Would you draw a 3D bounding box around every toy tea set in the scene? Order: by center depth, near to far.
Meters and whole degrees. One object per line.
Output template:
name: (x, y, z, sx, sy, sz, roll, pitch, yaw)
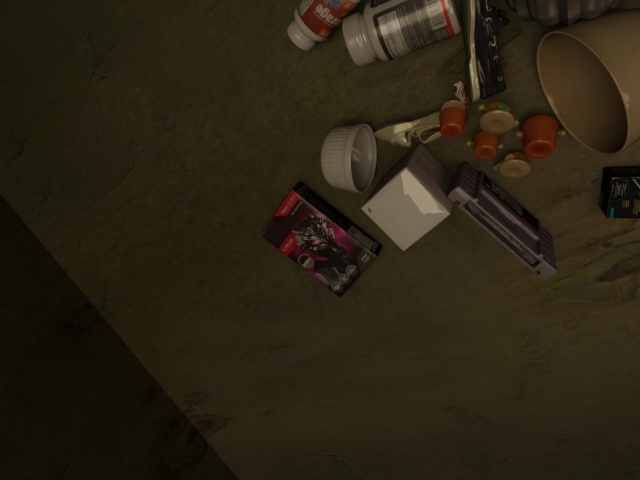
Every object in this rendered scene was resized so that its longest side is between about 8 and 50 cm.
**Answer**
toy tea set: (0.490, -0.310, 1.306, 0.336, 0.124, 0.200, 25, 150, -18)

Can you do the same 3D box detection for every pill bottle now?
pill bottle: (0.214, -0.579, 1.268, 0.283, 0.161, 0.161, -13, 109, 25)
pill bottle: (0.005, -0.640, 1.330, 0.121, 0.121, 0.216, 49, 131, -7)

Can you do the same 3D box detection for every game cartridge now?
game cartridge: (0.522, -0.068, 1.359, 0.355, 0.230, 0.068, 40, 128, -2)

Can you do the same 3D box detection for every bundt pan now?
bundt pan: (0.569, -0.604, 1.064, 0.331, 0.330, 0.124, -9, 142, 23)

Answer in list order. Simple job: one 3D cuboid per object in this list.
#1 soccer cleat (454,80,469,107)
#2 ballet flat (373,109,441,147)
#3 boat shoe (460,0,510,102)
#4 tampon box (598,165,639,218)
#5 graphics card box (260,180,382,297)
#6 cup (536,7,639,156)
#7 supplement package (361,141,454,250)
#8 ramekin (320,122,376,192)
soccer cleat: (0.401, -0.411, 1.359, 0.036, 0.029, 0.083, -3, 110, 31)
ballet flat: (0.277, -0.319, 1.406, 0.249, 0.086, 0.086, -13, 109, 25)
boat shoe: (0.432, -0.539, 1.233, 0.113, 0.127, 0.339, -8, 110, 9)
tampon box: (0.856, -0.130, 1.284, 0.161, 0.101, 0.120, 2, 115, 18)
graphics card box: (0.000, 0.000, 1.660, 0.371, 0.094, 0.232, 38, 121, -2)
cup: (0.709, -0.400, 1.113, 0.237, 0.331, 0.331, -31, 102, 8)
supplement package: (0.267, -0.135, 1.383, 0.175, 0.293, 0.177, 45, 121, -4)
ramekin: (0.085, -0.252, 1.451, 0.109, 0.207, 0.207, 8, 117, 26)
